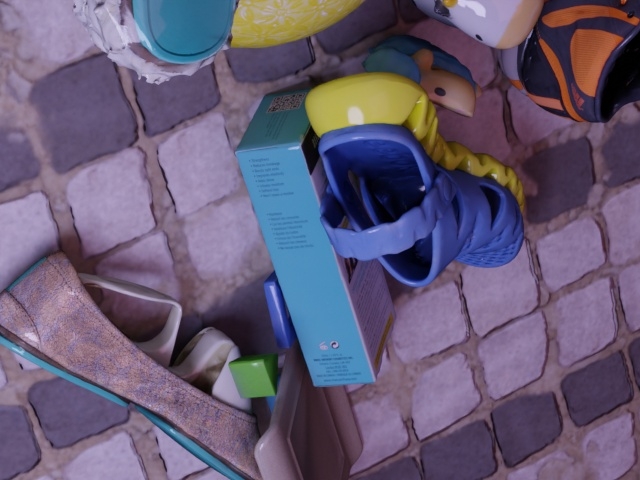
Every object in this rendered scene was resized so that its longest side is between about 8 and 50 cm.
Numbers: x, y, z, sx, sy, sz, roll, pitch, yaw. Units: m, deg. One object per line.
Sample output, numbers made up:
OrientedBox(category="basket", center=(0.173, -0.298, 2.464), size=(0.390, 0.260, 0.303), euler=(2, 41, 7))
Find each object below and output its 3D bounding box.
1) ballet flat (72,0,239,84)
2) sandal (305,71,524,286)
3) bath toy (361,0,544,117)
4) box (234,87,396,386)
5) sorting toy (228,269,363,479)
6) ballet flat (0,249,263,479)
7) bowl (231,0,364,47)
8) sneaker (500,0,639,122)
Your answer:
OrientedBox(category="ballet flat", center=(-0.115, -0.313, 1.096), size=(0.147, 0.147, 0.408), euler=(1, 105, -28))
OrientedBox(category="sandal", center=(0.079, -0.023, 1.368), size=(0.317, 0.126, 0.138), euler=(28, 58, -55))
OrientedBox(category="bath toy", center=(0.148, -0.278, 1.329), size=(0.129, 0.151, 0.348), euler=(17, 101, -44))
OrientedBox(category="box", center=(0.000, 0.000, 1.397), size=(0.060, 0.100, 0.244), euler=(-6, 121, 20))
OrientedBox(category="sorting toy", center=(-0.018, 0.189, 1.454), size=(0.047, 0.196, 0.347), euler=(-7, 121, 18))
OrientedBox(category="ballet flat", center=(-0.131, 0.108, 1.383), size=(0.316, 0.107, 0.106), euler=(37, 84, -36))
OrientedBox(category="bowl", center=(-0.029, -0.272, 1.238), size=(0.289, 0.156, 0.289), euler=(-10, 115, -23))
OrientedBox(category="sneaker", center=(0.277, -0.249, 1.393), size=(0.125, 0.180, 0.321), euler=(5, 109, -29))
